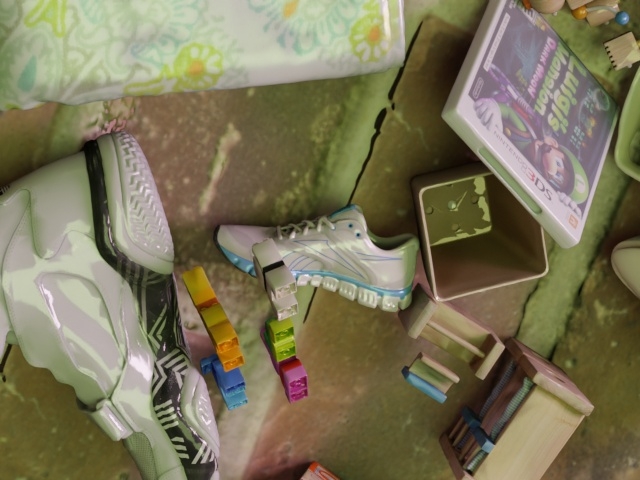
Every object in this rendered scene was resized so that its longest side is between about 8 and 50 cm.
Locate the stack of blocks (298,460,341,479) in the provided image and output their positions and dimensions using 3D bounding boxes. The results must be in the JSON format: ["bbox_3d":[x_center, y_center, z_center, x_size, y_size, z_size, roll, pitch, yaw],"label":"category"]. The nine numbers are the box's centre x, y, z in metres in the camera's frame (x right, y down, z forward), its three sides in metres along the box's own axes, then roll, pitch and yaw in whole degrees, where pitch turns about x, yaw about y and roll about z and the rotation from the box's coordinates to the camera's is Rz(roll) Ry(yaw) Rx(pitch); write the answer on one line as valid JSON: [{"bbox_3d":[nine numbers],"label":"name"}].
[{"bbox_3d":[0.018,0.303,1.433,0.171,0.297,0.087,35,97,4],"label":"stack of blocks"}]

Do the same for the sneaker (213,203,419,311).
[{"bbox_3d":[0.000,0.000,1.468,0.191,0.071,0.083,12,112,-11],"label":"sneaker"}]

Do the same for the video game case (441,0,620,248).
[{"bbox_3d":[0.192,-0.114,1.449,0.022,0.190,0.173,-25,119,41],"label":"video game case"}]

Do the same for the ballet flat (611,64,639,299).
[{"bbox_3d":[0.363,-0.047,1.519,0.182,0.164,0.482,7,103,21],"label":"ballet flat"}]

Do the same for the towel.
[{"bbox_3d":[-0.109,-0.280,1.356,0.375,0.090,0.320,-6,107,-12],"label":"towel"}]

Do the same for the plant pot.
[{"bbox_3d":[0.134,-0.020,1.492,0.109,0.096,0.109,-14,109,-11],"label":"plant pot"}]

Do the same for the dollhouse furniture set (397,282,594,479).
[{"bbox_3d":[0.132,0.141,1.531,0.184,0.129,0.129,33,97,-10],"label":"dollhouse furniture set"}]

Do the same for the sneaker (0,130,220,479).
[{"bbox_3d":[-0.217,0.100,1.425,0.210,0.137,0.365,-14,104,-9],"label":"sneaker"}]

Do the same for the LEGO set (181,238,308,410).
[{"bbox_3d":[-0.072,0.068,1.431,0.087,0.093,0.227,-22,152,-11],"label":"LEGO set"}]

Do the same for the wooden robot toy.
[{"bbox_3d":[0.221,-0.225,1.470,0.079,0.076,0.173,-26,111,11],"label":"wooden robot toy"}]
